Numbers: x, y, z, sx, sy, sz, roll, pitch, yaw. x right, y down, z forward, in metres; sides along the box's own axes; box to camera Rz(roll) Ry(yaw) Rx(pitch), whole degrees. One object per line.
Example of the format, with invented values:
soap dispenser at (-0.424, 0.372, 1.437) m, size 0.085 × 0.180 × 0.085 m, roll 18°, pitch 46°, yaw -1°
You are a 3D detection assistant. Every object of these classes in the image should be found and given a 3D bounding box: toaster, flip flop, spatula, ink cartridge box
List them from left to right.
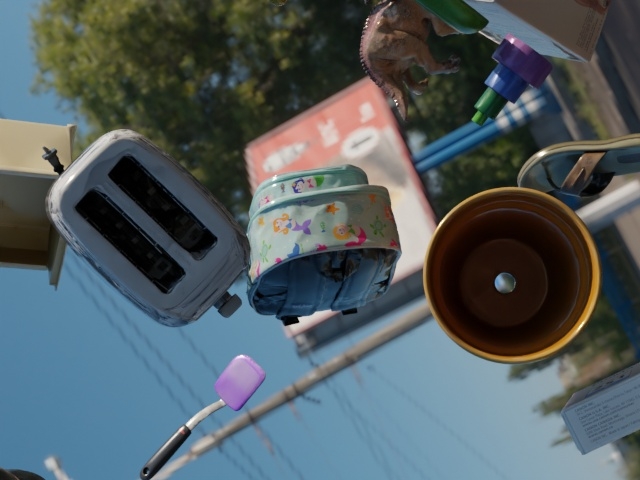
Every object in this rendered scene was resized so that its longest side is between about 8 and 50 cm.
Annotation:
toaster at (-0.161, -0.017, 1.096) m, size 0.227 × 0.129 × 0.146 m, roll 46°, pitch 172°, yaw -9°
spatula at (-0.223, 0.329, 2.215) m, size 0.084 × 0.296 × 0.030 m, roll 42°, pitch 171°, yaw 34°
flip flop at (0.481, -0.119, 2.134) m, size 0.112 × 0.277 × 0.080 m, roll 49°, pitch -141°, yaw -52°
ink cartridge box at (0.460, 0.160, 1.513) m, size 0.066 × 0.296 × 0.261 m, roll 64°, pitch -163°, yaw 7°

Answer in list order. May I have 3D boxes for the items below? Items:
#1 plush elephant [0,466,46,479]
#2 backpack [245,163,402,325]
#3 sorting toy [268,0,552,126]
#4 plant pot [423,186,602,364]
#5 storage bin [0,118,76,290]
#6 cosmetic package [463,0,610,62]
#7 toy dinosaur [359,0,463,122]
plush elephant at (-0.511, 0.427, 1.682) m, size 0.330 × 0.255 × 0.272 m, roll 46°, pitch -135°, yaw -4°
backpack at (0.000, 0.000, 1.715) m, size 0.253 × 0.225 × 0.191 m, roll 113°, pitch 148°, yaw -74°
sorting toy at (0.081, -0.243, 1.331) m, size 0.365 × 0.126 × 0.127 m, roll 33°, pitch -169°, yaw -17°
plant pot at (0.229, 0.046, 1.482) m, size 0.205 × 0.205 × 0.188 m, roll 63°, pitch -177°, yaw 6°
storage bin at (-0.495, -0.050, 1.729) m, size 0.123 × 0.262 × 0.260 m, roll -103°, pitch 26°, yaw -42°
cosmetic package at (0.242, -0.331, 1.530) m, size 0.153 × 0.129 × 0.296 m, roll 20°, pitch -175°, yaw 33°
toy dinosaur at (0.116, -0.339, 1.883) m, size 0.200 × 0.296 × 0.127 m, roll 18°, pitch 177°, yaw -24°
